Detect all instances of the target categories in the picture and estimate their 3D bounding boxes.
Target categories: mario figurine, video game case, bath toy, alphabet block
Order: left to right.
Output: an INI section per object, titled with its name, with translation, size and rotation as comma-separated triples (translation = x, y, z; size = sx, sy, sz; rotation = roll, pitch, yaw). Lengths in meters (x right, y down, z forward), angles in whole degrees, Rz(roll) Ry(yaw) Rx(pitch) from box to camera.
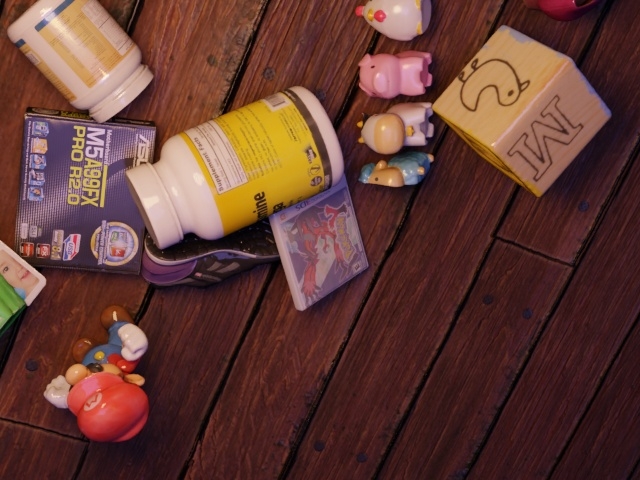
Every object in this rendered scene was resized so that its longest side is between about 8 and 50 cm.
[mario figurine]
translation = -0.379, 0.211, 1.500
size = 0.170, 0.320, 0.198
rotation = 1, 108, -15
[video game case]
translation = 0.000, 0.000, 1.634
size = 0.183, 0.023, 0.201
rotation = -32, 118, -35
[bath toy]
translation = 0.123, -0.274, 1.565
size = 0.129, 0.151, 0.348
rotation = 6, 111, 22
[alphabet block]
translation = 0.355, -0.228, 1.574
size = 0.197, 0.192, 0.193
rotation = -50, 131, 5

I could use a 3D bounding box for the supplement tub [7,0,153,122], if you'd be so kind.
[supplement tub]
translation = -0.378, -0.301, 1.416
size = 0.144, 0.144, 0.199
rotation = -40, 113, 2

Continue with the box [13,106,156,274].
[box]
translation = -0.406, -0.083, 1.532
size = 0.216, 0.060, 0.270
rotation = 6, 108, -15

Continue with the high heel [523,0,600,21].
[high heel]
translation = 0.541, -0.504, 1.549
size = 0.377, 0.181, 0.127
rotation = -39, 113, 2

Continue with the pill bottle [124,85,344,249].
[pill bottle]
translation = -0.145, -0.115, 1.492
size = 0.334, 0.188, 0.187
rotation = -25, 113, -14

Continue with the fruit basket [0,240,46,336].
[fruit basket]
translation = -0.681, 0.071, 1.462
size = 0.353, 0.165, 0.327
rotation = 40, 104, -13

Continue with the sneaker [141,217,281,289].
[sneaker]
translation = -0.187, 0.026, 1.622
size = 0.283, 0.107, 0.124
rotation = -3, 141, -22
